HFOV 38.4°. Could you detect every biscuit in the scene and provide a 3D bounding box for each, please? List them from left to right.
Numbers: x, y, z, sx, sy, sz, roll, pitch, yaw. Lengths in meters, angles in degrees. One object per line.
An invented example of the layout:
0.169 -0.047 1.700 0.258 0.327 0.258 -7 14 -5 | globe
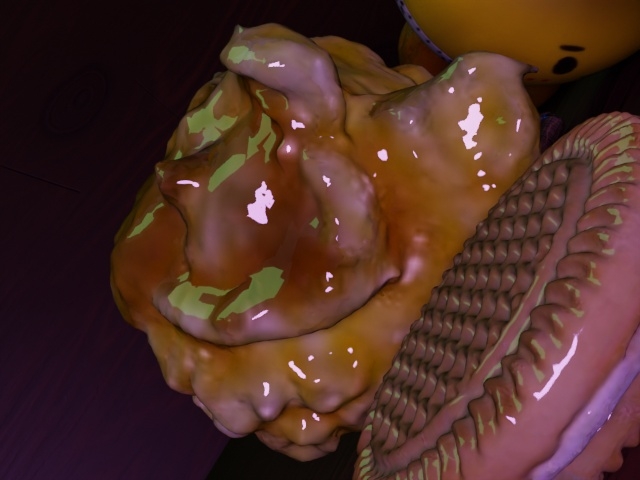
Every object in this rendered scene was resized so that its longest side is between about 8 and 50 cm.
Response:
0.101 0.053 0.464 0.259 0.079 0.259 -58 3 5 | biscuit

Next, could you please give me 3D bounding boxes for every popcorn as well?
0.004 -0.008 0.691 0.336 0.274 0.279 -59 14 8 | popcorn

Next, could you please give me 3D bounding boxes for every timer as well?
0.191 -0.257 0.712 0.285 0.285 0.285 -57 2 3 | timer

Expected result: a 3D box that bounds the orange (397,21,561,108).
0.214 -0.255 1.064 0.249 0.183 0.249 -52 12 16 | orange

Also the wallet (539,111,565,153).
0.149 -0.014 0.844 0.230 0.042 0.124 -61 10 -32 | wallet
